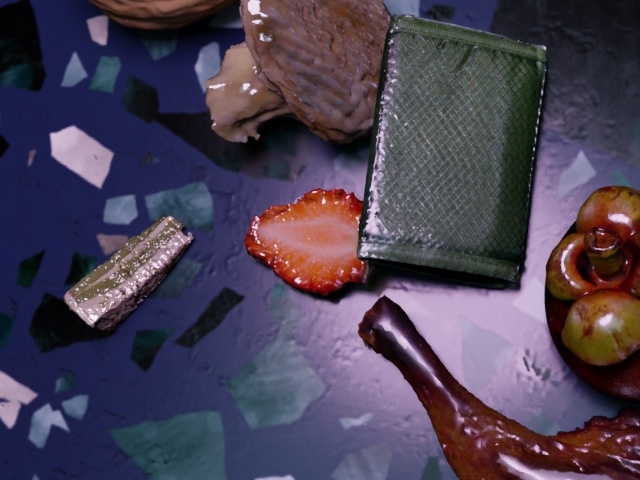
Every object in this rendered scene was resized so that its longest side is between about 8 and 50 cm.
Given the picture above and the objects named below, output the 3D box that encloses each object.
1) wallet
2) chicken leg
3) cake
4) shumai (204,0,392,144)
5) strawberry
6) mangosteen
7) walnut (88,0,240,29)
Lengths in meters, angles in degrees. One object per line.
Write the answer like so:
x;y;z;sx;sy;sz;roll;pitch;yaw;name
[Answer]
0.122;-0.083;1.044;0.160;0.055;0.235;11;77;-14;wallet
0.192;0.184;0.978;0.407;0.096;0.158;26;80;18;chicken leg
-0.187;0.035;1.119;0.140;0.055;0.051;-41;72;-17;cake
-0.024;-0.173;1.076;0.153;0.209;0.161;-21;48;41;shumai
0.002;0.000;1.078;0.152;0.048;0.103;11;87;27;strawberry
0.261;0.042;0.938;0.200;0.200;0.199;-2;78;11;mangosteen
-0.136;-0.319;1.092;0.261;0.225;0.224;-11;76;10;walnut
